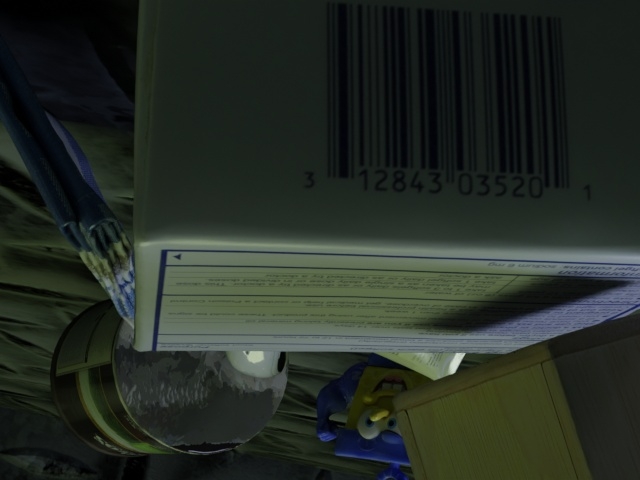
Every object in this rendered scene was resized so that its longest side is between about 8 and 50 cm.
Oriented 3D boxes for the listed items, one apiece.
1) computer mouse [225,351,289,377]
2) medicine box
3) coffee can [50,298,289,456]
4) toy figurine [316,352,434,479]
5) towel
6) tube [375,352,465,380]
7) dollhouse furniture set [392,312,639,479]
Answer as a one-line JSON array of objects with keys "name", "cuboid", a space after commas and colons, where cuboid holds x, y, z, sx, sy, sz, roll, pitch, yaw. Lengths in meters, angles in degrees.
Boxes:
[{"name": "computer mouse", "cuboid": [-0.067, 0.084, 1.331, 0.106, 0.042, 0.193, 9, 133, 12]}, {"name": "medicine box", "cuboid": [0.033, -0.030, 0.701, 0.263, 0.149, 0.289, 2, 167, -8]}, {"name": "coffee can", "cuboid": [-0.183, 0.149, 1.514, 0.201, 0.201, 0.275, 19, 163, -21]}, {"name": "toy figurine", "cuboid": [0.122, 0.165, 1.295, 0.362, 0.217, 0.191, 3, 162, 33]}, {"name": "towel", "cuboid": [-0.175, -0.050, 0.885, 0.034, 0.209, 0.285, -30, 165, -7]}, {"name": "tube", "cuboid": [0.024, 0.048, 1.071, 0.240, 0.062, 0.070, 20, 148, -20]}, {"name": "dollhouse furniture set", "cuboid": [0.275, 0.148, 0.701, 0.394, 0.256, 0.362, -11, 169, -27]}]
